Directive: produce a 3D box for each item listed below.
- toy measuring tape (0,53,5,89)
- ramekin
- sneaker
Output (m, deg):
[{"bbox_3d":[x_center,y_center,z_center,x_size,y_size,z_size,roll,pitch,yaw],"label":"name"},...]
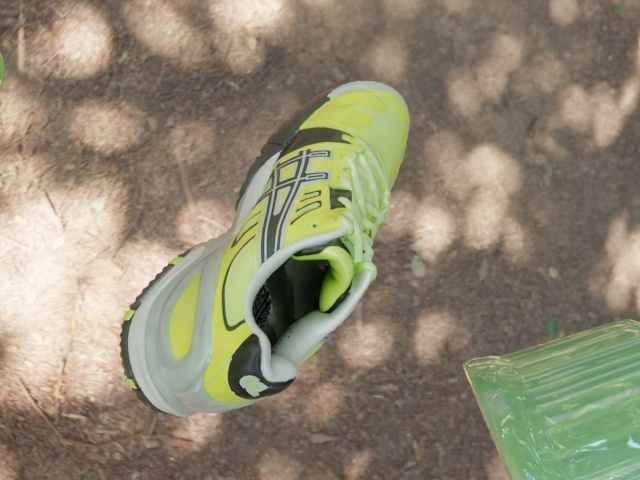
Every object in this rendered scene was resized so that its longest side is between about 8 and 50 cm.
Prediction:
[{"bbox_3d":[-0.383,-0.213,0.788,0.121,0.121,0.330,-41,139,-28],"label":"toy measuring tape"},{"bbox_3d":[0.241,0.211,0.668,0.148,0.303,0.303,-24,100,5],"label":"ramekin"},{"bbox_3d":[0.000,0.000,0.724,0.145,0.147,0.385,56,50,-31],"label":"sneaker"}]
